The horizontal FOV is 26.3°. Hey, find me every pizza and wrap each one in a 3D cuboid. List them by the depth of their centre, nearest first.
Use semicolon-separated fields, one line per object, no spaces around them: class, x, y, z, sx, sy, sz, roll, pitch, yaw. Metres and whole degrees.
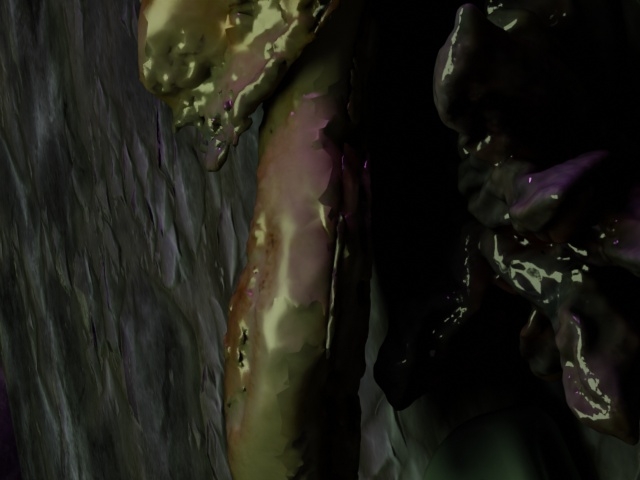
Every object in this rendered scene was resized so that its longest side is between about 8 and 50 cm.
pizza;0.000;-0.307;0.684;0.435;0.080;0.392;-53;33;29

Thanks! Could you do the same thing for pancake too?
pancake;0.002;0.000;0.797;0.382;0.071;0.382;5;-90;-86

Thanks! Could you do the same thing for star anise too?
star anise;0.097;-0.032;0.676;0.212;0.129;0.283;112;159;-55

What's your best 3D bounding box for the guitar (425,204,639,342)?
guitar;0.122;0.024;0.758;0.233;0.025;0.088;-176;82;-67

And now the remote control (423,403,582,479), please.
remote control;0.136;0.240;0.769;0.140;0.056;0.296;-53;51;57
